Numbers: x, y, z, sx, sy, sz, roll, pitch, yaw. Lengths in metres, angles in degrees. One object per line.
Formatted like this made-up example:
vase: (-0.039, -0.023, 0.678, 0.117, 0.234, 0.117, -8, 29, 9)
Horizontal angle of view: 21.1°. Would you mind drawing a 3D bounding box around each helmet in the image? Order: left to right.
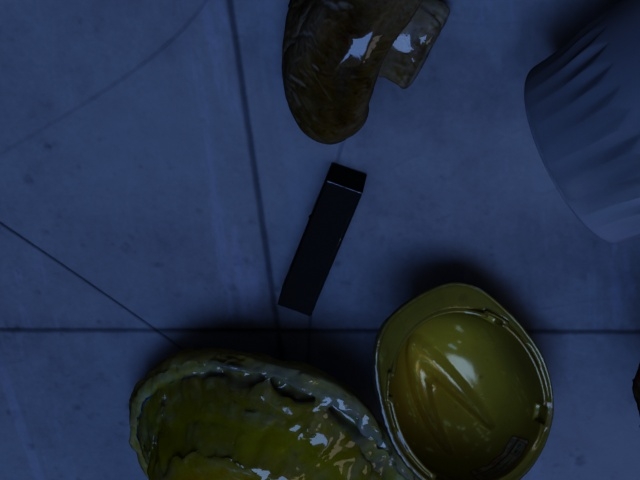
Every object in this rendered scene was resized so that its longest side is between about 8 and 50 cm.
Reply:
helmet: (0.146, 0.167, 2.007, 0.205, 0.140, 0.257, -31, 102, -12)

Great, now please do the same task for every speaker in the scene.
speaker: (0.000, 0.000, 1.970, 0.046, 0.040, 0.191, 20, 127, -3)

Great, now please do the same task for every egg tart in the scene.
egg tart: (-0.069, 0.291, 2.079, 0.388, 0.169, 0.388, 14, 136, 13)

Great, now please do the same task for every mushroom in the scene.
mushroom: (0.035, -0.195, 1.752, 0.156, 0.151, 0.285, 23, 126, -6)

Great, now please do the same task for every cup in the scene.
cup: (0.401, -0.162, 1.659, 0.371, 0.253, 0.253, -26, 118, 27)

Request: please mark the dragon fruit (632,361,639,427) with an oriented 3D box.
dragon fruit: (0.494, 0.172, 1.859, 0.329, 0.329, 0.329, 4, 127, 6)
